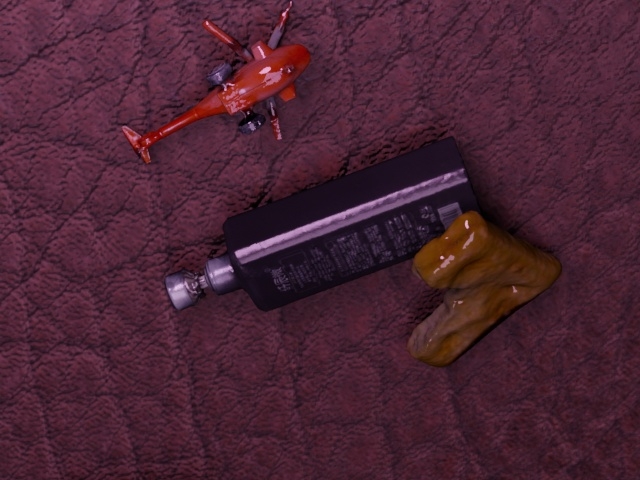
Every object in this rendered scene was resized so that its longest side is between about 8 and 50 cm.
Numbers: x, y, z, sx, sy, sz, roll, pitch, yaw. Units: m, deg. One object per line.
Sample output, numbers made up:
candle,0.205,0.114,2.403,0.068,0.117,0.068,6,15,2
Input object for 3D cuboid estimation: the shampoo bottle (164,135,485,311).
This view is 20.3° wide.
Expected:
shampoo bottle,0.000,0.000,1.705,0.309,0.071,0.098,-21,142,4

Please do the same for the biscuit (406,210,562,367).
biscuit,0.133,0.049,1.732,0.174,0.039,0.183,-37,145,17

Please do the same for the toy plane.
toy plane,-0.099,-0.134,1.632,0.194,0.077,0.126,-9,111,10
